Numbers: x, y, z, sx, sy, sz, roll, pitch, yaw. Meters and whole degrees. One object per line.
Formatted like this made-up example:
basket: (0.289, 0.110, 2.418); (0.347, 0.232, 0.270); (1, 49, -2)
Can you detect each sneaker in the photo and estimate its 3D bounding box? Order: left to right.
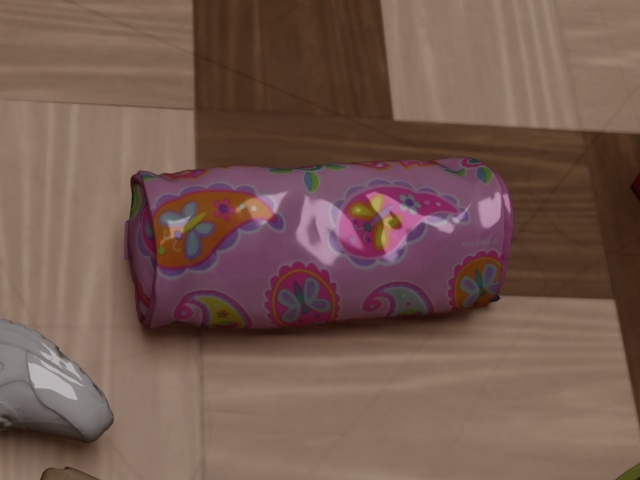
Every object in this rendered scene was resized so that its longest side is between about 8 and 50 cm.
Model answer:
sneaker: (-0.255, 0.105, 0.945); (0.232, 0.090, 0.115); (18, 63, 10)

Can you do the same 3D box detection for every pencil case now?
pencil case: (0.000, 0.000, 1.039); (0.284, 0.124, 0.124); (-5, 60, -15)

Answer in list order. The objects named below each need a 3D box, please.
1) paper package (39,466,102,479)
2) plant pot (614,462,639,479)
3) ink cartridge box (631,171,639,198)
paper package: (-0.074, 0.336, 0.776); (0.325, 0.168, 0.309); (23, 55, 2)
plant pot: (0.326, 0.210, 0.890); (0.276, 0.254, 0.276); (6, 58, -9)
ink cartridge box: (0.357, -0.061, 1.111); (0.127, 0.176, 0.128); (-18, 64, -22)
